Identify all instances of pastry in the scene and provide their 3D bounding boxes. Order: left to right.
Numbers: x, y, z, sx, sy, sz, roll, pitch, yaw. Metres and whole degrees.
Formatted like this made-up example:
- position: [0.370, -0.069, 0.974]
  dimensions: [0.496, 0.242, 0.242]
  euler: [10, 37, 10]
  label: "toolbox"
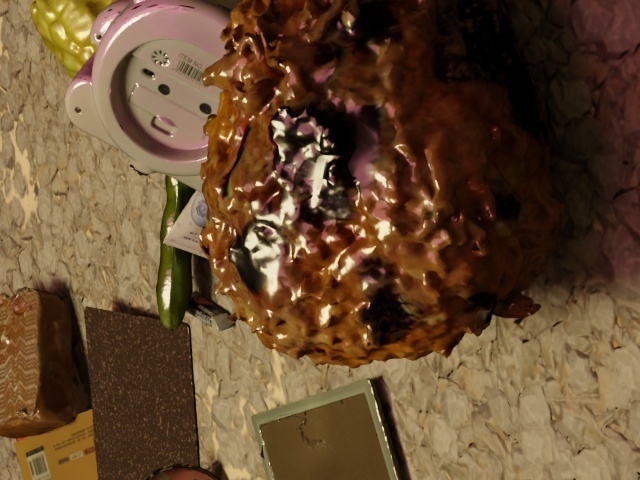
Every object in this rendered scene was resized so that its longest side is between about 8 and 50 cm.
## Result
- position: [0.055, -0.068, 1.288]
  dimensions: [0.337, 0.292, 0.405]
  euler: [18, 104, 40]
  label: "pastry"

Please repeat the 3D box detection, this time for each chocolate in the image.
- position: [-0.438, 0.184, 2.167]
  dimensions: [0.148, 0.093, 0.214]
  euler: [-17, 63, 35]
  label: "chocolate"

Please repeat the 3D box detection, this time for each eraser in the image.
- position: [-0.146, 0.089, 1.829]
  dimensions: [0.099, 0.027, 0.019]
  euler: [27, 128, 49]
  label: "eraser"

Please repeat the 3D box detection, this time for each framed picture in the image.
- position: [0.016, 0.283, 1.664]
  dimensions: [0.273, 0.016, 0.216]
  euler: [-24, 80, 55]
  label: "framed picture"

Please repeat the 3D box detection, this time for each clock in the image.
- position: [-0.140, -0.176, 1.533]
  dimensions: [0.227, 0.090, 0.248]
  euler: [27, 132, -6]
  label: "clock"

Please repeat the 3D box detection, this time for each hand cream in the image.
- position: [-0.130, -0.031, 1.745]
  dimensions: [0.053, 0.084, 0.142]
  euler: [-82, 16, -53]
  label: "hand cream"

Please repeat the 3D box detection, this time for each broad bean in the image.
- position: [-0.180, -0.009, 1.818]
  dimensions: [0.065, 0.046, 0.255]
  euler: [-116, 30, -82]
  label: "broad bean"

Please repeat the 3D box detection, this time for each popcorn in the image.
- position: [-0.212, -0.278, 1.671]
  dimensions: [0.251, 0.206, 0.237]
  euler: [8, 78, 51]
  label: "popcorn"

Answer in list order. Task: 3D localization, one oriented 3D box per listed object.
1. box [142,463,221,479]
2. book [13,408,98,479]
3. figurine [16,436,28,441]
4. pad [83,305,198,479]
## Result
- position: [-0.195, 0.383, 1.872]
  dimensions: [0.135, 0.151, 0.151]
  euler: [-48, 60, 52]
  label: "box"
- position: [-0.333, 0.455, 2.140]
  dimensions: [0.269, 0.032, 0.389]
  euler: [-24, 79, 42]
  label: "book"
- position: [-0.455, 0.275, 2.274]
  dimensions: [0.075, 0.068, 0.140]
  euler: [30, 120, 35]
  label: "figurine"
- position: [-0.245, 0.261, 1.995]
  dimensions: [0.220, 0.004, 0.330]
  euler: [8, 105, 41]
  label: "pad"
